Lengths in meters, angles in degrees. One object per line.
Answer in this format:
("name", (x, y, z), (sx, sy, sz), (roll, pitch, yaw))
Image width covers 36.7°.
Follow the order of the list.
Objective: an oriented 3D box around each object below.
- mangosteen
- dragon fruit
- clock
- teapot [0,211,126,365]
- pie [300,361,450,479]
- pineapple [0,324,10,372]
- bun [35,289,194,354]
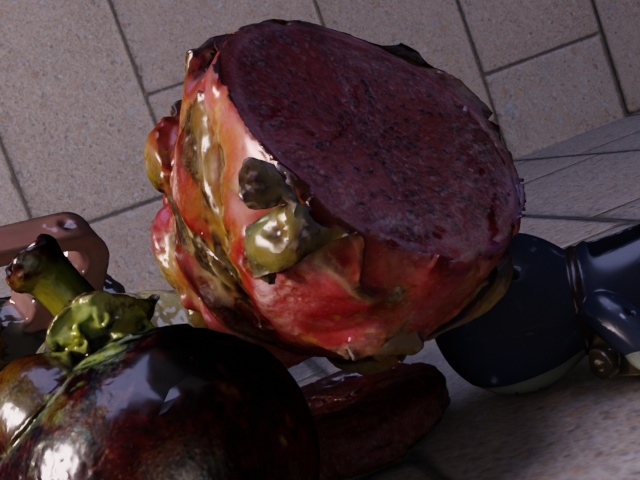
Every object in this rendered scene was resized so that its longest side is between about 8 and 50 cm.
("mangosteen", (-0.130, 0.123, 0.685), (0.231, 0.289, 0.231), (-22, 3, 1))
("dragon fruit", (0.000, 0.000, 0.809), (0.314, 0.296, 0.263), (6, -47, -33))
("clock", (0.220, 0.057, 0.869), (0.243, 0.147, 0.199), (-10, 10, 13))
("teapot", (-0.363, 0.146, 1.011), (0.361, 0.376, 0.305), (-16, 46, -41))
("pie", (0.020, 0.170, 0.903), (0.204, 0.054, 0.218), (-16, 6, 33))
("pineapple", (-0.270, 0.167, 0.772), (0.130, 0.277, 0.119), (-6, 19, 46))
("bun", (-0.164, 0.131, 0.924), (0.243, 0.153, 0.244), (-26, -33, -19))
